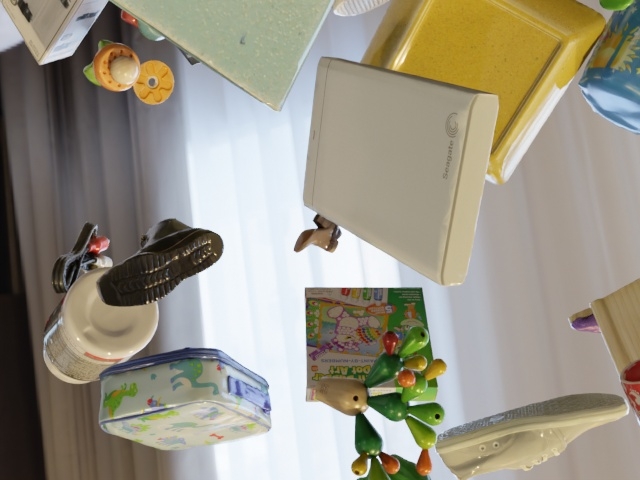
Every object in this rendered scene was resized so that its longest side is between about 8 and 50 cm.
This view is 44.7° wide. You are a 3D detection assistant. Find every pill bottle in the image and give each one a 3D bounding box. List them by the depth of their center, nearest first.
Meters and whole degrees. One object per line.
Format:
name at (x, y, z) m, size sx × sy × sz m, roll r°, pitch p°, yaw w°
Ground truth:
pill bottle at (-0.412, 0.165, 1.416) m, size 0.161 × 0.161 × 0.283 m, roll -2°, pitch 161°, yaw -31°

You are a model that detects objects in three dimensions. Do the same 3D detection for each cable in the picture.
cable at (-0.467, 0.034, 1.552) m, size 0.072 × 0.140 × 0.287 m, roll 6°, pitch -179°, yaw -7°

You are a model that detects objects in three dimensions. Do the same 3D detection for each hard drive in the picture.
hard drive at (0.087, -0.109, 1.050) m, size 0.047 × 0.233 × 0.353 m, roll -3°, pitch -160°, yaw -31°

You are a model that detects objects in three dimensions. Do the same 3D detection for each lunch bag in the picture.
lunch bag at (-0.166, 0.210, 1.013) m, size 0.176 × 0.090 × 0.219 m, roll -14°, pitch 153°, yaw 16°

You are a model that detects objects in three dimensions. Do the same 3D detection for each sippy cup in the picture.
sippy cup at (0.559, -0.307, 1.293) m, size 0.305 × 0.224 × 0.240 m, roll 36°, pitch 176°, yaw -5°

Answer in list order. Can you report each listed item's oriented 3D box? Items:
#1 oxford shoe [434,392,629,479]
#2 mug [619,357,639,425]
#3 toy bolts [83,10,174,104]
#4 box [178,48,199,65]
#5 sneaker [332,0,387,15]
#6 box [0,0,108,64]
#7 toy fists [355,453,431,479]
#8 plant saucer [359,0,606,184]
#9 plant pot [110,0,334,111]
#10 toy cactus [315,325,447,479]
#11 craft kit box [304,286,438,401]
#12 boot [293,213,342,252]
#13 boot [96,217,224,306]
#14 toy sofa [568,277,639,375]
oxford shoe at (0.487, 0.454, 1.791) m, size 0.449 × 0.130 × 0.169 m, roll -21°, pitch 174°, yaw 16°
mug at (0.545, 0.270, 1.186) m, size 0.113 × 0.169 × 0.150 m, roll -28°, pitch -175°, yaw -1°
toy bolts at (-0.373, -0.411, 1.715) m, size 0.218 × 0.229 × 0.158 m, roll 26°, pitch -179°, yaw -40°
box at (-0.183, -0.470, 1.220) m, size 0.179 × 0.312 × 0.343 m, roll -47°, pitch -156°, yaw -19°
sneaker at (0.144, -0.647, 1.817) m, size 0.126 × 0.128 × 0.321 m, roll -3°, pitch 165°, yaw -46°
box at (-0.533, -0.507, 1.582) m, size 0.087 × 0.169 × 0.290 m, roll -33°, pitch -179°, yaw -42°
toy fists at (0.083, 0.479, 1.253) m, size 0.142 × 0.279 × 0.096 m, roll 31°, pitch -178°, yaw 8°
plant saucer at (0.247, -0.291, 1.291) m, size 0.332 × 0.333 × 0.081 m, roll 28°, pitch -156°, yaw -1°
plant pot at (-0.103, -0.296, 0.597) m, size 0.247 × 0.252 × 0.247 m, roll 29°, pitch -173°, yaw -46°
toy cactus at (0.069, 0.211, 0.988) m, size 0.180 × 0.219 × 0.112 m, roll 7°, pitch 177°, yaw 35°
craft kit box at (0.091, 0.200, 1.531) m, size 0.249 × 0.247 × 0.061 m, roll 0°, pitch 140°, yaw -3°
boot at (0.000, 0.000, 1.708) m, size 0.087 × 0.118 × 0.042 m, roll 45°, pitch 163°, yaw -34°
boot at (-0.261, 0.028, 1.166) m, size 0.197 × 0.077 × 0.137 m, roll -22°, pitch -152°, yaw -34°
toy sofa at (0.642, 0.190, 1.448) m, size 0.362 × 0.150 × 0.177 m, roll 13°, pitch 142°, yaw -40°
